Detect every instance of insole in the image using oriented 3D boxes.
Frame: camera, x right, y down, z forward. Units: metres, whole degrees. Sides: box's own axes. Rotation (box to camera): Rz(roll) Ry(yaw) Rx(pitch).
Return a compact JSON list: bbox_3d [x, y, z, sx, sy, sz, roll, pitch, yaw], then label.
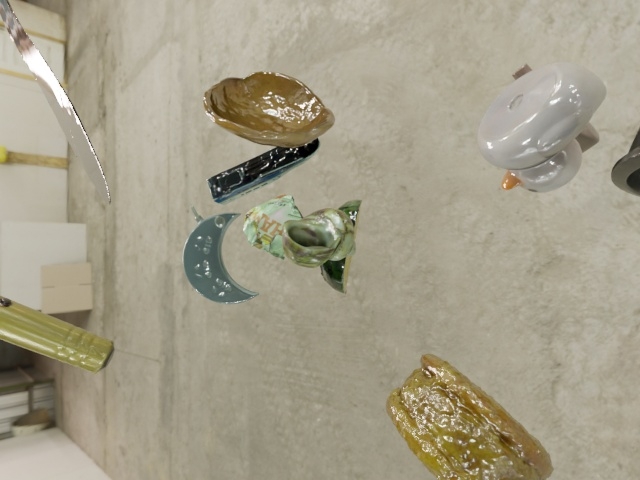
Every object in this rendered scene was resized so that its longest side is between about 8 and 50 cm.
[{"bbox_3d":[-0.243,-0.140,0.366,0.253,0.005,0.086,56,146,12],"label":"insole"}]

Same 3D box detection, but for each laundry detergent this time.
[{"bbox_3d":[0.530,-0.299,0.939,0.237,0.171,0.076,48,125,-3],"label":"laundry detergent"}]

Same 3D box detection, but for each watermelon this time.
[{"bbox_3d":[0.067,0.023,1.245,0.123,0.129,0.301,17,103,42],"label":"watermelon"}]

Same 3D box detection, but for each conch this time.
[{"bbox_3d":[0.000,0.003,0.967,0.187,0.181,0.124,-102,12,-56],"label":"conch"}]

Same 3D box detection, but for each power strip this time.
[{"bbox_3d":[-0.210,0.029,0.833,0.044,0.137,0.216,-157,53,-83],"label":"power strip"}]

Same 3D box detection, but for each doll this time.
[{"bbox_3d":[0.440,-0.203,0.805,0.251,0.221,0.221,-52,54,26],"label":"doll"}]

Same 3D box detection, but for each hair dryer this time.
[{"bbox_3d":[-0.375,0.090,0.458,0.135,0.278,0.090,-59,13,14],"label":"hair dryer"}]

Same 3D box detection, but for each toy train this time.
[{"bbox_3d":[-0.105,-0.140,0.804,0.233,0.051,0.052,-24,79,6],"label":"toy train"}]

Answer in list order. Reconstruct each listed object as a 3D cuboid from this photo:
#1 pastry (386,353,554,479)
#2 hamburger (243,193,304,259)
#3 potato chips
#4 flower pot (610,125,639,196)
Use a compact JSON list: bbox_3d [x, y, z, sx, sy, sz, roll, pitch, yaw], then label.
[{"bbox_3d":[0.164,0.224,0.477,0.103,0.189,0.188,-47,50,-4],"label":"pastry"},{"bbox_3d":[-0.162,-0.039,1.487,0.125,0.214,0.235,52,168,50],"label":"hamburger"},{"bbox_3d":[-0.078,-0.193,0.639,0.208,0.195,0.062,17,133,7],"label":"potato chips"},{"bbox_3d":[0.530,-0.151,0.512,0.269,0.269,0.166,4,80,47],"label":"flower pot"}]
